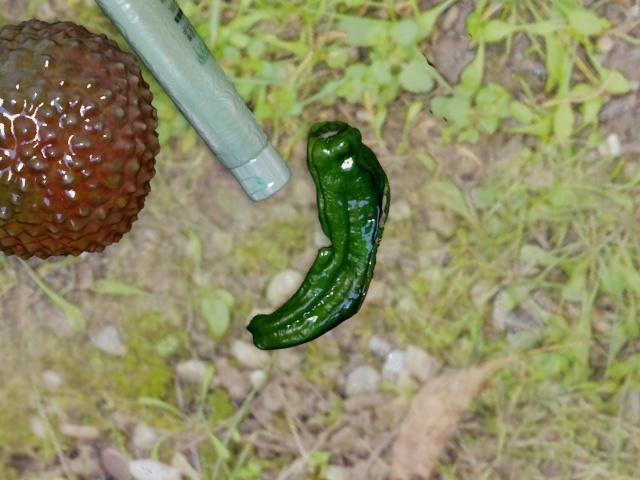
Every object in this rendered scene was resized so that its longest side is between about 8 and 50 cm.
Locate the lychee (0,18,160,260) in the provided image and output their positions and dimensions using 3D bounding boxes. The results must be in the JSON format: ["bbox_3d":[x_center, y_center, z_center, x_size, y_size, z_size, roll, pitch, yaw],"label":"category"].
[{"bbox_3d":[-0.181,-0.067,1.341,0.165,0.197,0.165,-1,89,37],"label":"lychee"}]

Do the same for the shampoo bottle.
[{"bbox_3d":[-0.087,-0.109,1.374,0.041,0.069,0.191,-31,110,13],"label":"shampoo bottle"}]

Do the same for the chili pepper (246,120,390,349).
[{"bbox_3d":[0.005,0.003,1.415,0.073,0.050,0.182,13,109,-11],"label":"chili pepper"}]
